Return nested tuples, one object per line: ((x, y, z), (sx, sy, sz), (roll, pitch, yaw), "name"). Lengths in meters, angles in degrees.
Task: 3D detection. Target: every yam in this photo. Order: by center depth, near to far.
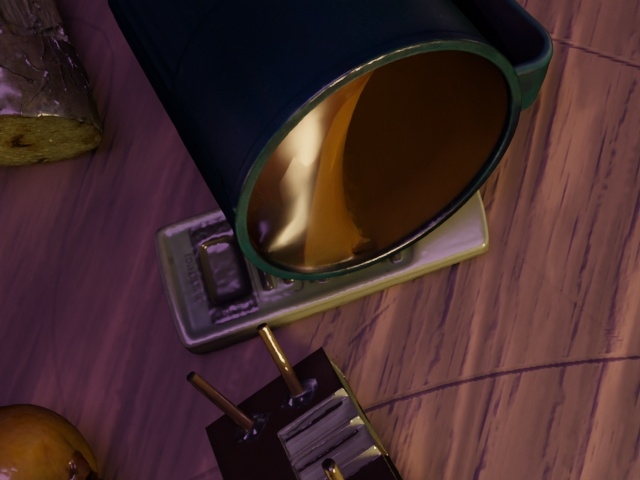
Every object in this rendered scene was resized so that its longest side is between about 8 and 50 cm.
((-0.307, -0.185, 1.102), (0.154, 0.154, 0.254), (-24, 74, 5), "yam")

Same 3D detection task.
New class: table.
((-0.021, 0.163, 0.881), (0.121, 0.111, 0.240), (-35, 31, 0), "table")

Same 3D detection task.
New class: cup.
((0.005, -0.171, 0.957), (0.308, 0.242, 0.292), (-35, 58, 0), "cup")

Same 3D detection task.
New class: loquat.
((-0.253, 0.208, 0.972), (0.163, 0.137, 0.163), (-19, 42, 18), "loquat")

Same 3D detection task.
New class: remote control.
((0.000, 0.000, 1.029), (0.285, 0.038, 0.123), (-18, 70, 7), "remote control")
